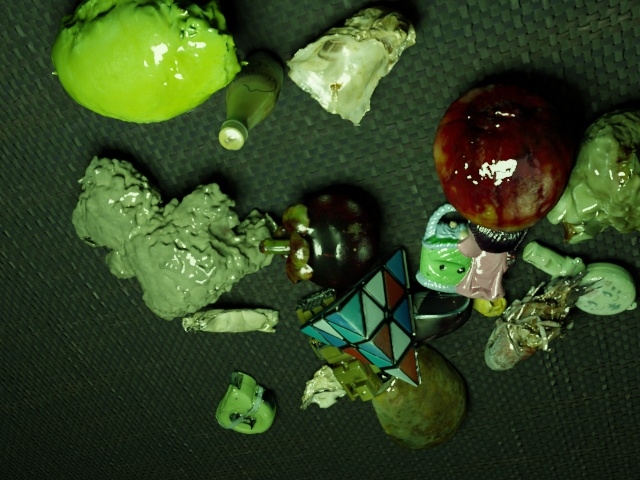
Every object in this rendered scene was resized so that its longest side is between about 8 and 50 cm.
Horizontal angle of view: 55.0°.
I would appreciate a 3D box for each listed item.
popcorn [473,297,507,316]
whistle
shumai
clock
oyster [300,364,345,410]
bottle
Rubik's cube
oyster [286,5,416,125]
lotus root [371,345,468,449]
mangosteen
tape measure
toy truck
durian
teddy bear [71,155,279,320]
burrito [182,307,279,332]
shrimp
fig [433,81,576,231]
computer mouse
[{"bbox_3d":[0.360,0.118,1.307,0.084,0.084,0.084,3,126,5],"label":"popcorn"},{"bbox_3d":[0.529,0.075,1.245,0.258,0.067,0.126,26,138,-6],"label":"whistle"},{"bbox_3d":[0.503,-0.104,1.072,0.256,0.189,0.218,26,145,-30],"label":"shumai"},{"bbox_3d":[0.297,0.012,1.207,0.194,0.100,0.195,12,118,-2],"label":"clock"},{"bbox_3d":[0.032,0.353,1.517,0.191,0.081,0.163,-15,148,0],"label":"oyster"},{"bbox_3d":[-0.112,-0.222,0.978,0.083,0.269,0.083,3,127,3],"label":"bottle"},{"bbox_3d":[0.094,0.111,1.248,0.284,0.234,0.250,42,156,-29],"label":"Rubik's cube"},{"bbox_3d":[0.060,-0.303,1.017,0.162,0.107,0.233,36,141,-24],"label":"oyster"},{"bbox_3d":[0.245,0.400,1.472,0.210,0.142,0.314,-28,120,23],"label":"lotus root"},{"bbox_3d":[0.000,0.000,1.171,0.231,0.194,0.194,-4,131,-25],"label":"mangosteen"},{"bbox_3d":[-0.191,0.434,1.585,0.154,0.087,0.177,23,128,-11],"label":"tape measure"},{"bbox_3d":[0.046,0.232,1.365,0.127,0.127,0.257,-24,104,27],"label":"toy truck"},{"bbox_3d":[-0.283,-0.307,0.978,0.340,0.255,0.204,-30,158,25],"label":"durian"},{"bbox_3d":[-0.314,-0.022,1.225,0.357,0.224,0.367,-32,101,28],"label":"teddy bear"},{"bbox_3d":[-0.195,0.179,1.375,0.230,0.058,0.063,7,165,-32],"label":"burrito"},{"bbox_3d":[0.443,0.162,1.253,0.116,0.145,0.343,47,136,16],"label":"shrimp"},{"bbox_3d":[0.309,-0.131,1.027,0.224,0.224,0.263,-10,111,14],"label":"fig"},{"bbox_3d":[0.205,0.151,1.299,0.233,0.137,0.096,-29,119,19],"label":"computer mouse"}]
